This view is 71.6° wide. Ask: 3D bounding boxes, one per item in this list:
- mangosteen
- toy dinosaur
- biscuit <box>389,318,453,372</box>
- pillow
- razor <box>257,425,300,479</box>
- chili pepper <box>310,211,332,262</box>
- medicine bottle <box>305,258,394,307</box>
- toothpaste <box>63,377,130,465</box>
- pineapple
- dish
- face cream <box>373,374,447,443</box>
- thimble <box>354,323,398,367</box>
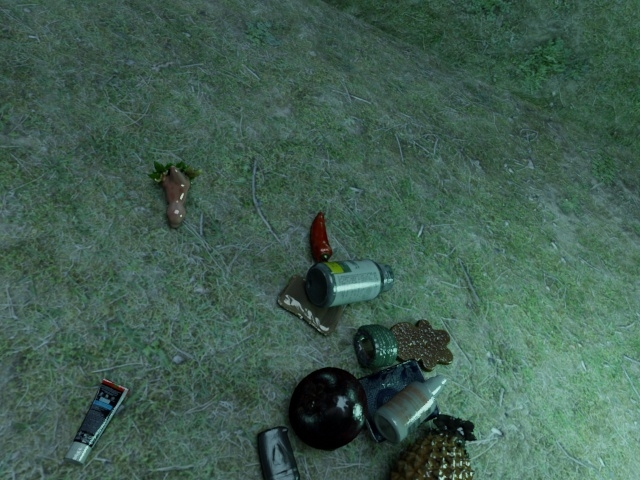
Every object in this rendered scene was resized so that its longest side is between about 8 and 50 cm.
[{"bbox_3d":[0.031,0.454,1.199,0.216,0.216,0.216,11,56,-16],"label":"mangosteen"},{"bbox_3d":[-0.471,-0.160,1.404,0.152,0.194,0.177,10,34,-27],"label":"toy dinosaur"},{"bbox_3d":[0.331,0.347,1.485,0.236,0.039,0.180,12,58,-15],"label":"biscuit"},{"bbox_3d":[-0.029,0.207,1.427,0.211,0.034,0.135,36,47,1],"label":"pillow"},{"bbox_3d":[-0.112,0.560,1.148,0.090,0.054,0.148,-5,61,-26],"label":"razor"},{"bbox_3d":[0.000,0.000,1.551,0.071,0.063,0.272,6,45,-17],"label":"chili pepper"},{"bbox_3d":[0.105,0.134,1.448,0.293,0.141,0.141,-2,60,-36],"label":"medicine bottle"},{"bbox_3d":[-0.534,0.432,1.065,0.071,0.045,0.193,28,46,-14],"label":"toothpaste"},{"bbox_3d":[0.338,0.600,1.222,0.223,0.223,0.357,44,43,8],"label":"pineapple"},{"bbox_3d":[0.213,0.478,1.324,0.243,0.080,0.182,-11,64,-26],"label":"dish"},{"bbox_3d":[0.268,0.454,1.250,0.252,0.101,0.101,-26,72,-33],"label":"face cream"},{"bbox_3d":[0.170,0.328,1.375,0.090,0.118,0.135,2,20,-26],"label":"thimble"}]
